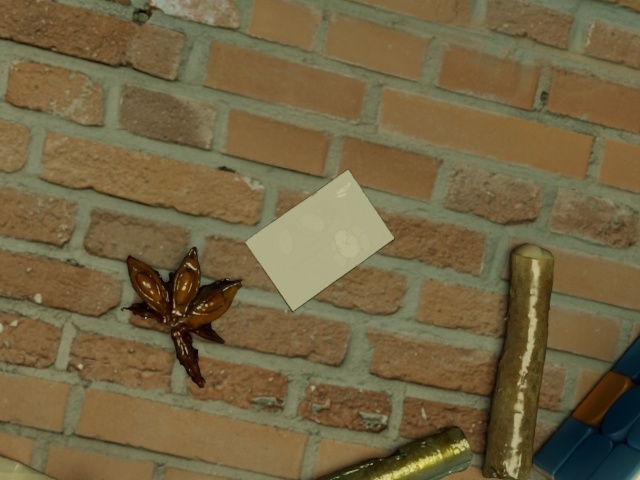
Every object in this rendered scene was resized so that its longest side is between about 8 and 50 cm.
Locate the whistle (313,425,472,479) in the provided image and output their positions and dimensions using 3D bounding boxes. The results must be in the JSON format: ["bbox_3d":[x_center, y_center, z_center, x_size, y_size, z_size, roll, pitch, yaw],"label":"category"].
[{"bbox_3d":[0.066,0.356,1.925,0.326,0.057,0.068,-20,69,-11],"label":"whistle"}]

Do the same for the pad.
[{"bbox_3d":[0.000,0.000,1.935,0.190,0.004,0.127,-35,97,-7],"label":"pad"}]

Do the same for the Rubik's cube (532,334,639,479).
[{"bbox_3d":[0.535,0.332,1.890,0.291,0.291,0.290,42,84,-9],"label":"Rubik's cube"}]

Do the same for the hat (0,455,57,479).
[{"bbox_3d":[-0.420,0.399,1.764,0.219,0.164,0.226,18,63,26],"label":"hat"}]

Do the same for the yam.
[{"bbox_3d":[0.296,0.182,1.953,0.081,0.081,0.357,6,90,-10],"label":"yam"}]

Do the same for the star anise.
[{"bbox_3d":[-0.188,0.088,1.879,0.157,0.053,0.212,-43,96,-6],"label":"star anise"}]
